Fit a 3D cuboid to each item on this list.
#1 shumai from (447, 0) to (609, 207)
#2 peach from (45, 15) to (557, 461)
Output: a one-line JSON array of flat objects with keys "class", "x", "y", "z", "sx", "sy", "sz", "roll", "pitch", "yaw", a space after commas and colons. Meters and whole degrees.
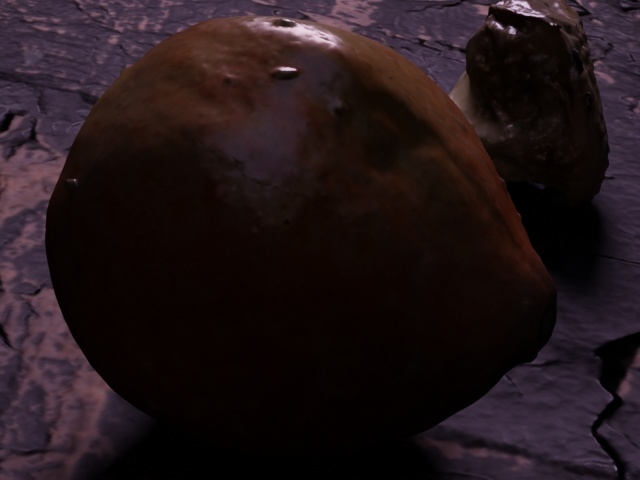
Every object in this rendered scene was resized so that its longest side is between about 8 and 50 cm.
[{"class": "shumai", "x": 0.112, "y": -0.080, "z": 1.029, "sx": 0.116, "sy": 0.145, "sz": 0.145, "roll": -11, "pitch": 28, "yaw": 9}, {"class": "peach", "x": 0.000, "y": 0.000, "z": 0.770, "sx": 0.233, "sy": 0.232, "sz": 0.232, "roll": 4, "pitch": 29, "yaw": -2}]
